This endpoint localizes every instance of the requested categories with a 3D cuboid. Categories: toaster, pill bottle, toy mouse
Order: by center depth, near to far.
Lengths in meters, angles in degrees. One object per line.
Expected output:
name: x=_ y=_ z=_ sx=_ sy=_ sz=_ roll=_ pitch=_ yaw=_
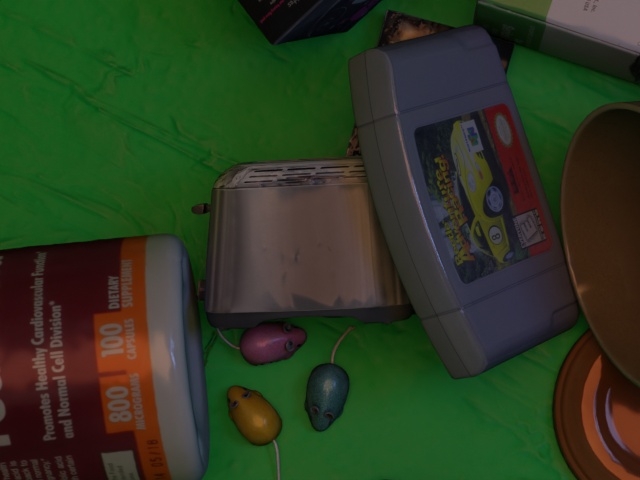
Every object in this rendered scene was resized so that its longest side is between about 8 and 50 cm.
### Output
pill bottle: x=-0.302 y=0.120 z=1.700 sx=0.392 sy=0.224 sz=0.224 roll=-6 pitch=82 yaw=0
toaster: x=0.000 y=0.000 z=1.745 sx=0.227 sy=0.129 sz=0.146 roll=-2 pitch=95 yaw=5
toy mouse: x=-0.025 y=0.120 z=1.790 sx=0.143 sy=0.031 sz=0.161 roll=-35 pitch=82 yaw=-3

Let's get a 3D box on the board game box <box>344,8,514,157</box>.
board game box: x=0.096 y=-0.110 z=1.823 sx=0.126 sy=0.026 sz=0.186 roll=15 pitch=83 yaw=3

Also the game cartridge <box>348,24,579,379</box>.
game cartridge: x=0.124 y=-0.037 z=1.717 sx=0.060 sy=0.196 sz=0.294 roll=-17 pitch=92 yaw=42

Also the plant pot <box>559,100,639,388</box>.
plant pot: x=0.390 y=-0.020 z=1.704 sx=0.274 sy=0.256 sz=0.256 roll=-14 pitch=81 yaw=-23

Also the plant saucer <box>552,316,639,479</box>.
plant saucer: x=0.311 y=0.153 z=1.773 sx=0.200 sy=0.037 sz=0.200 roll=0 pitch=81 yaw=2

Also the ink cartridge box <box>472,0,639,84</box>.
ink cartridge box: x=0.308 y=-0.253 z=1.788 sx=0.289 sy=0.121 sz=0.211 roll=20 pitch=82 yaw=5

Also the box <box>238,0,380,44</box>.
box: x=0.036 y=-0.303 z=1.738 sx=0.247 sy=0.163 sz=0.142 roll=-39 pitch=81 yaw=27
